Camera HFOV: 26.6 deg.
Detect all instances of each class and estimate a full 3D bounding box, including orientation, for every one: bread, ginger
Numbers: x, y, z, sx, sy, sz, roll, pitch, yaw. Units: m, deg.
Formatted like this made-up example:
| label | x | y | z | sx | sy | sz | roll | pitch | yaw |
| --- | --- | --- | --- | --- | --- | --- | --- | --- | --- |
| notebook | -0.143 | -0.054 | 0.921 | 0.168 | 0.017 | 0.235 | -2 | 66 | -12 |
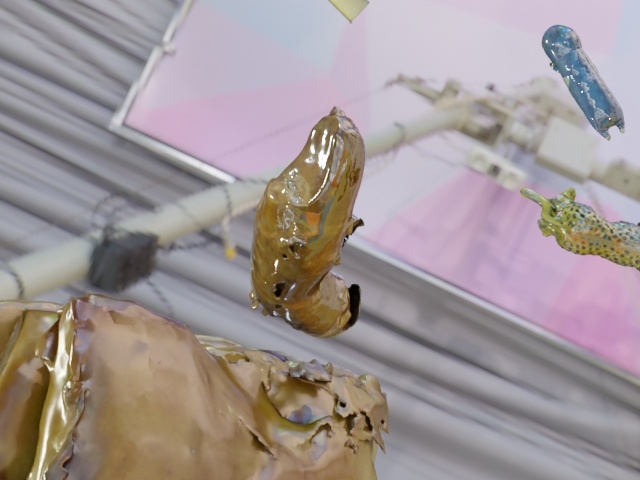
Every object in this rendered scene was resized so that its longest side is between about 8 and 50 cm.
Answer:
| label | x | y | z | sx | sy | sz | roll | pitch | yaw |
| --- | --- | --- | --- | --- | --- | --- | --- | --- | --- |
| bread | -0.106 | 0.176 | 0.821 | 0.167 | 0.324 | 0.278 | -18 | 57 | 58 |
| ginger | -0.013 | 0.006 | 1.420 | 0.309 | 0.133 | 0.107 | 91 | 158 | -56 |

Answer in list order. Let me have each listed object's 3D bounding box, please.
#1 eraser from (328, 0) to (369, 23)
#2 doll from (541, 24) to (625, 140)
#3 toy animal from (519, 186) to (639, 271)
| label | x | y | z | sx | sy | sz | roll | pitch | yaw |
| --- | --- | --- | --- | --- | --- | --- | --- | --- | --- |
| eraser | -0.048 | -0.353 | 1.529 | 0.038 | 0.230 | 0.157 | -44 | 32 | 10 |
| doll | 0.250 | -0.151 | 1.286 | 0.037 | 0.125 | 0.027 | -25 | -13 | -10 |
| toy animal | 0.295 | -0.010 | 1.400 | 0.136 | 0.181 | 0.073 | -69 | -2 | -81 |
